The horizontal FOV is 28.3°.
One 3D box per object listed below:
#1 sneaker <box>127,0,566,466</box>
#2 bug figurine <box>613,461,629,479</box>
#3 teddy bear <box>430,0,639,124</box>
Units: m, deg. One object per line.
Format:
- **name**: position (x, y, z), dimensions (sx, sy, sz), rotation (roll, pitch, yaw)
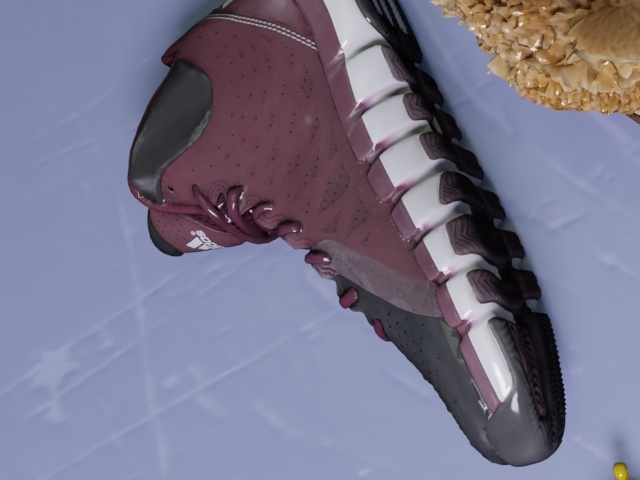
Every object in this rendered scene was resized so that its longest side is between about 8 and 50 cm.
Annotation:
- **sneaker**: position (0.000, 0.000, 0.620), dimensions (0.162, 0.106, 0.281), rotation (-29, 70, 18)
- **bug figurine**: position (0.244, 0.191, 0.539), dimensions (0.279, 0.072, 0.216), rotation (-11, 78, 21)
- **teddy bear**: position (0.209, -0.158, 0.530), dimensions (0.245, 0.113, 0.338), rotation (27, 70, 31)
